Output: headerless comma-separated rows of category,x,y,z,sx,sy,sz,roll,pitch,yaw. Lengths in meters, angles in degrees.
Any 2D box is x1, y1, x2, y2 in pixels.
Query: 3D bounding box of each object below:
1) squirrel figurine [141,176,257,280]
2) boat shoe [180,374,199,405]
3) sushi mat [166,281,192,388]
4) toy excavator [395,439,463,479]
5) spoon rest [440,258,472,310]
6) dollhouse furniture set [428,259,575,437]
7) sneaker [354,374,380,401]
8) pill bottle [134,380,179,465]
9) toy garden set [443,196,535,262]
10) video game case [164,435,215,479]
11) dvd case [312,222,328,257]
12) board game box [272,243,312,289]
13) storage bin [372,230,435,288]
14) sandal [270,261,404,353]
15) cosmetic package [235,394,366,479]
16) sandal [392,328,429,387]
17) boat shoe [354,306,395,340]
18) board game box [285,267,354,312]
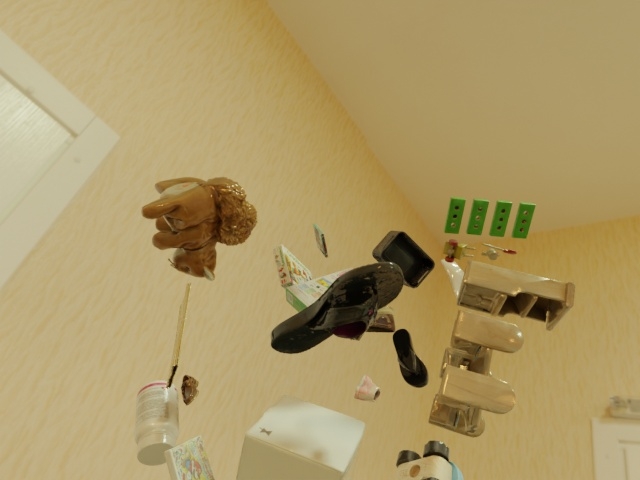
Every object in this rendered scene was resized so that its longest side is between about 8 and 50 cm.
squirrel figurine,-0.422,-0.038,1.751,0.398,0.281,0.370,-14,-63,-9
boat shoe,-0.501,0.561,1.764,0.060,0.064,0.178,50,-6,-15
sushi mat,-0.447,0.293,1.483,0.019,0.316,0.151,12,-48,-17
toy excavator,0.464,1.115,1.975,0.433,0.222,0.445,-35,-77,32
spoon rest,0.542,0.173,1.812,0.084,0.276,0.137,-40,-53,11
dollhouse furniture set,0.445,0.280,1.155,0.257,0.393,0.362,13,-28,16
sneaker,0.151,0.453,1.423,0.070,0.050,0.134,8,5,17
pill bottle,-0.628,0.697,1.800,0.161,0.283,0.160,-8,-56,-13
toy garden set,0.487,-0.028,1.398,0.245,0.049,0.203,5,-67,-1
video game case,-0.381,0.725,1.417,0.026,0.226,0.206,-24,-15,6
dvd case,0.000,0.000,1.859,0.013,0.087,0.119,-23,-51,-13
board game box,-0.104,0.167,2.063,0.053,0.192,0.305,-25,-34,12
storage bin,0.281,0.063,1.592,0.180,0.122,0.084,43,-6,-11
sandal,0.047,0.205,1.185,0.168,0.106,0.446,23,-49,-34
cosmetic package,-0.076,0.795,1.550,0.328,0.393,0.329,14,9,16
sandal,0.332,0.450,1.797,0.097,0.254,0.054,-34,-46,13
boat shoe,0.146,0.350,1.920,0.343,0.123,0.123,-1,-27,-16
board game box,0.058,0.218,1.840,0.242,0.317,0.064,34,-48,53
